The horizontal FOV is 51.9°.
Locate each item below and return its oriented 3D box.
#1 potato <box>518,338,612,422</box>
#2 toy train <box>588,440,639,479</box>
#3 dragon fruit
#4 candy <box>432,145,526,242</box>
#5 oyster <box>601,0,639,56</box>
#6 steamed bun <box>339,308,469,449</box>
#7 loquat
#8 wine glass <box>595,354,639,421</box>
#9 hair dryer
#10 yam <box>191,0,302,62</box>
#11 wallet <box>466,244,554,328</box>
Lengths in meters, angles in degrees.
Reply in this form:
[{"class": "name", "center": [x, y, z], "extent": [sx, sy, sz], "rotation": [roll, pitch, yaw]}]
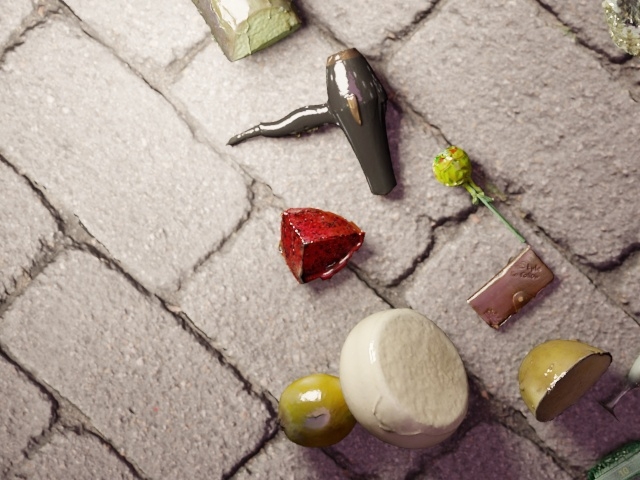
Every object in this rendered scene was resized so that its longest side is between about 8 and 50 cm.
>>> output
[{"class": "potato", "center": [0.484, 0.266, 1.355], "extent": [0.202, 0.182, 0.117], "rotation": [-42, 48, -1]}, {"class": "toy train", "center": [0.645, 0.492, 1.386], "extent": [0.172, 0.070, 0.099], "rotation": [-35, 84, 7]}, {"class": "dragon fruit", "center": [-0.001, 0.001, 1.392], "extent": [0.161, 0.120, 0.127], "rotation": [-11, 51, -20]}, {"class": "candy", "center": [0.337, -0.088, 1.371], "extent": [0.262, 0.073, 0.077], "rotation": [44, 114, -7]}, {"class": "oyster", "center": [0.653, -0.432, 1.317], "extent": [0.177, 0.064, 0.125], "rotation": [0, 90, 2]}, {"class": "steamed bun", "center": [0.153, 0.281, 1.317], "extent": [0.283, 0.283, 0.177], "rotation": [51, 132, -1]}, {"class": "loquat", "center": [0.002, 0.356, 1.383], "extent": [0.195, 0.152, 0.152], "rotation": [-14, 93, -3]}, {"class": "wine glass", "center": [0.666, 0.285, 1.369], "extent": [0.066, 0.066, 0.198], "rotation": [41, 96, 0]}, {"class": "hair dryer", "center": [-0.024, -0.216, 1.381], "extent": [0.359, 0.120, 0.303], "rotation": [-12, 108, 15]}, {"class": "yam", "center": [-0.176, -0.503, 1.309], "extent": [0.202, 0.201, 0.271], "rotation": [-30, 98, 6]}, {"class": "wallet", "center": [0.404, 0.103, 1.392], "extent": [0.176, 0.026, 0.095], "rotation": [-42, 93, 6]}]
